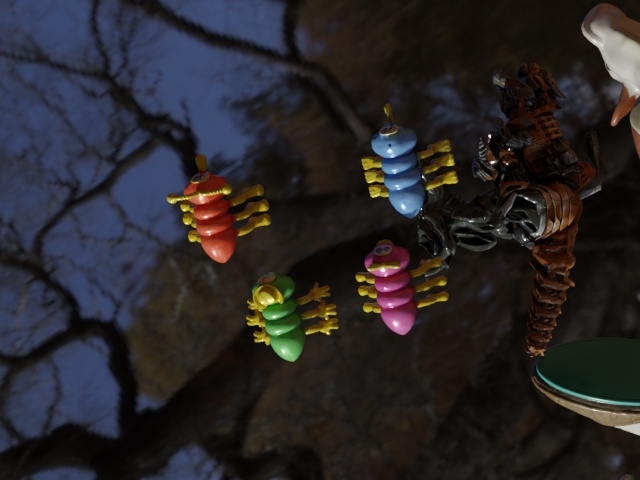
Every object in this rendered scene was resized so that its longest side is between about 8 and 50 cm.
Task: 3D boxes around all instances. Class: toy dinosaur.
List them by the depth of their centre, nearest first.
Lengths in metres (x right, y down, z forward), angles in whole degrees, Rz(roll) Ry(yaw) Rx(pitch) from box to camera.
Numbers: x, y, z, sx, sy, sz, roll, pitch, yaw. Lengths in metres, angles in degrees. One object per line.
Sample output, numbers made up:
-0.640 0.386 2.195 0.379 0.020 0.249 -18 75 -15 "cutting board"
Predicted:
0.219 -0.042 1.692 0.164 0.218 0.322 86 178 -55 "toy dinosaur"

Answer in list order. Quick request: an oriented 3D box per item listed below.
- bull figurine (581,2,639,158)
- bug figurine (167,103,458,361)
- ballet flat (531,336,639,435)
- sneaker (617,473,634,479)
0.271 -0.047 1.045 0.310 0.101 0.188 67 -165 12 "bull figurine"
0.000 0.000 1.412 0.072 0.279 0.216 -52 -54 -69 "bug figurine"
0.434 0.182 1.832 0.124 0.342 0.116 72 -165 -45 "ballet flat"
0.278 0.273 1.556 0.098 0.069 0.038 -52 -38 -20 "sneaker"
